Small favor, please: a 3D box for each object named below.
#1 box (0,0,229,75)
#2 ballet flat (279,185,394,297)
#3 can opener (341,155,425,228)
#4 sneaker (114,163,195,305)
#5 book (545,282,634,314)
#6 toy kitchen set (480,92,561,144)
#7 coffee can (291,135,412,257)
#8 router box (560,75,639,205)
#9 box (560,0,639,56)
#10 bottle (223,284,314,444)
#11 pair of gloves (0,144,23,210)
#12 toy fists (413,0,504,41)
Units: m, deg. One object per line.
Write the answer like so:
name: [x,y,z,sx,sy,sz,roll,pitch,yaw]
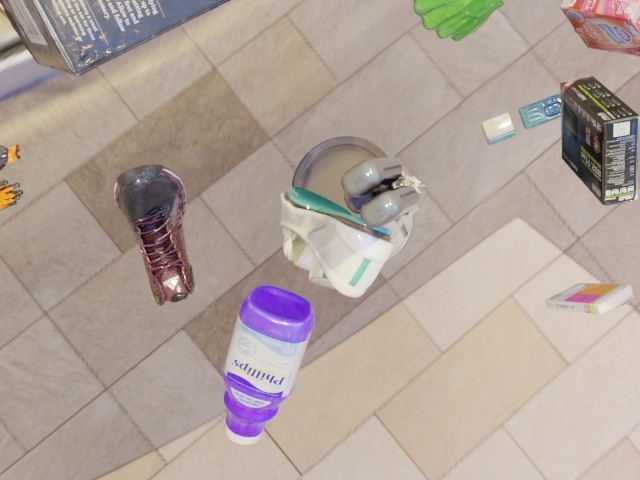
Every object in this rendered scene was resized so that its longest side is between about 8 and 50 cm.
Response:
box: [-0.151,-0.230,0.693,0.207,0.153,0.108,-33,117,-18]
ballet flat: [0.000,0.000,1.382,0.139,0.400,0.139,-3,102,-16]
can opener: [0.067,-0.049,0.958,0.093,0.280,0.074,-33,88,10]
sneaker: [-0.244,0.008,1.343,0.106,0.281,0.162,-17,64,-7]
book: [0.532,0.114,1.685,0.096,0.144,0.035,-21,101,-25]
toy kitchen set: [0.422,-0.177,1.566,0.207,0.122,0.166,-21,90,12]
coffee can: [0.072,-0.071,1.722,0.201,0.275,0.202,-3,77,12]
router box: [0.285,-0.105,0.873,0.038,0.122,0.092,-12,120,0]
box: [0.496,-0.421,1.292,0.122,0.128,0.257,32,86,-45]
bottle: [-0.096,0.208,1.362,0.118,0.092,0.283,21,122,5]
pair of gloves: [-0.402,-0.078,1.056,0.074,0.010,0.083,-11,81,25]
toy fists: [0.206,-0.488,1.548,0.142,0.096,0.279,-35,122,21]
